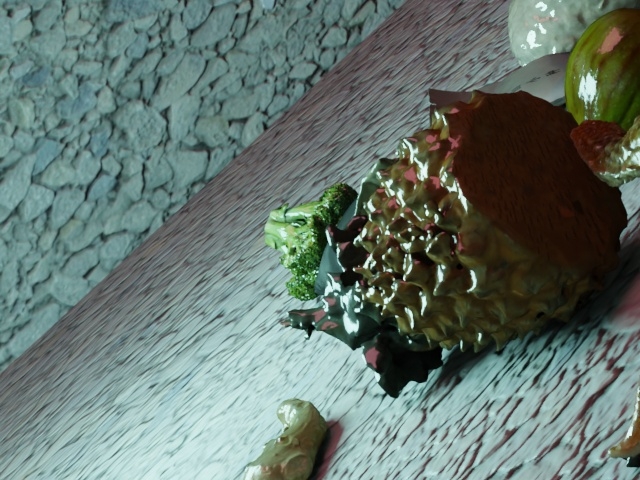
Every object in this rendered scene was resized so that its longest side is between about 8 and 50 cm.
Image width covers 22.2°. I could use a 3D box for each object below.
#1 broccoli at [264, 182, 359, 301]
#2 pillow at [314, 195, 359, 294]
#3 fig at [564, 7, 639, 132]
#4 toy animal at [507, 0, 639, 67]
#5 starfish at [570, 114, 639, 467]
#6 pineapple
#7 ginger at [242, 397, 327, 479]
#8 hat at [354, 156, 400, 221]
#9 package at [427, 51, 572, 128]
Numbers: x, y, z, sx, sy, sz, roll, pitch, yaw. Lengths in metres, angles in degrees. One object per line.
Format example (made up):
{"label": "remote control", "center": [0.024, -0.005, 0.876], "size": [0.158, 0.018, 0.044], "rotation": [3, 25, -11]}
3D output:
{"label": "broccoli", "center": [0.000, 0.000, 2.036], "size": [0.162, 0.138, 0.146], "rotation": [-64, -14, -56]}
{"label": "pillow", "center": [0.082, -0.011, 1.874], "size": [0.186, 0.106, 0.250], "rotation": [-51, 12, -13]}
{"label": "fig", "center": [0.304, -0.138, 1.621], "size": [0.142, 0.148, 0.186], "rotation": [13, 92, 59]}
{"label": "toy animal", "center": [0.368, -0.364, 2.070], "size": [0.358, 0.188, 0.226], "rotation": [-39, 18, 5]}
{"label": "starfish", "center": [0.314, -0.044, 1.148], "size": [0.398, 0.132, 0.384], "rotation": [-25, 37, 34]}
{"label": "pineapple", "center": [0.102, 0.027, 1.492], "size": [0.357, 0.223, 0.223], "rotation": [-41, 8, 46]}
{"label": "ginger", "center": [-0.029, 0.203, 1.593], "size": [0.069, 0.051, 0.173], "rotation": [-29, 11, 24]}
{"label": "hat", "center": [0.127, -0.027, 1.735], "size": [0.144, 0.166, 0.173], "rotation": [-34, -1, 34]}
{"label": "package", "center": [0.251, -0.162, 1.901], "size": [0.251, 0.062, 0.204], "rotation": [-12, 17, 8]}
